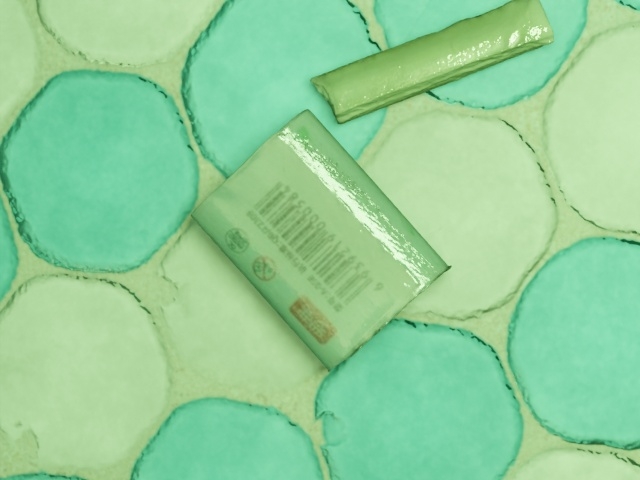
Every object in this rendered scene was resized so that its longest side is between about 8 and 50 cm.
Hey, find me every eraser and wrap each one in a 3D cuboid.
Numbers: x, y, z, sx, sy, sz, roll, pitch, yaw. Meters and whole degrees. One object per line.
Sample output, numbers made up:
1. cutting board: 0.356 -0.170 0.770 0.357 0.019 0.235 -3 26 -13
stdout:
1. eraser: 0.000 0.000 1.916 0.174 0.081 0.227 -42 87 7

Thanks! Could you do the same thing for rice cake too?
1. rice cake: 0.117 -0.188 1.890 0.256 0.052 0.057 -20 89 11
